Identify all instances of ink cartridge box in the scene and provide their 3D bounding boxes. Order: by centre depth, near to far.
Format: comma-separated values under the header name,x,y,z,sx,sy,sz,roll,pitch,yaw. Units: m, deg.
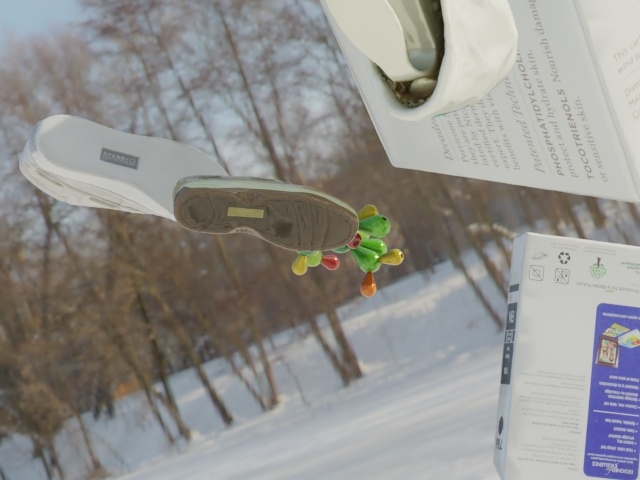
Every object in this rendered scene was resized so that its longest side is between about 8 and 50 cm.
name,x,y,z,sx,sy,sz,roll,pitch,yaw
ink cartridge box,0.288,0.165,1.351,0.165,0.333,0.065,8,-8,-6

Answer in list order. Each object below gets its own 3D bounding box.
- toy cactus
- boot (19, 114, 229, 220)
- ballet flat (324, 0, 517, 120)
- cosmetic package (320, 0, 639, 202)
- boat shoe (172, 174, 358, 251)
name,x,y,z,sx,sy,sz,roll,pitch,yaw
toy cactus,0.000,0.000,1.547,0.180,0.112,0.219,20,-9,-20
boot,-0.235,-0.076,1.449,0.258,0.095,0.123,22,-19,-19
ballet flat,0.025,-0.263,0.851,0.139,0.400,0.139,-23,20,9
cosmetic package,0.251,-0.281,1.319,0.329,0.327,0.393,-39,29,-24
boat shoe,-0.055,-0.040,1.209,0.190,0.068,0.072,11,27,-14
